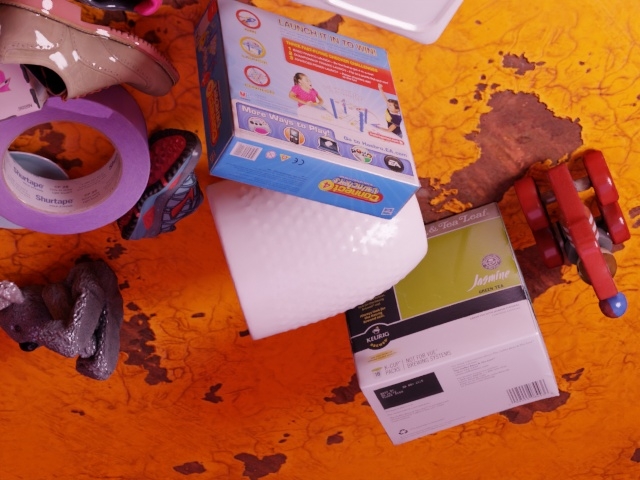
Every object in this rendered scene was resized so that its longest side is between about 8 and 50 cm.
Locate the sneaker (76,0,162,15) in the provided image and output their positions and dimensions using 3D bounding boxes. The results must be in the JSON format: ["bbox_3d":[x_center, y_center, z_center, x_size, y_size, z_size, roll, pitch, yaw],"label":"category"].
[{"bbox_3d":[-0.356,-0.387,1.784,0.299,0.112,0.121,4,138,-16],"label":"sneaker"}]

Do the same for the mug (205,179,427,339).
[{"bbox_3d":[0.000,0.000,2.232,0.328,0.276,0.374,-17,170,-3],"label":"mug"}]

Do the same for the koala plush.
[{"bbox_3d":[-0.489,0.133,2.345,0.221,0.203,0.196,1,156,19],"label":"koala plush"}]

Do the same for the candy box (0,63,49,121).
[{"bbox_3d":[-0.508,-0.264,1.866,0.164,0.070,0.196,-16,112,6],"label":"candy box"}]

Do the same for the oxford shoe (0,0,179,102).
[{"bbox_3d":[-0.348,-0.258,1.874,0.123,0.130,0.348,12,174,41],"label":"oxford shoe"}]

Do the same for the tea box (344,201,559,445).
[{"bbox_3d":[0.228,0.152,2.381,0.329,0.323,0.220,-18,139,10],"label":"tea box"}]

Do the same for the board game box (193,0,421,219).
[{"bbox_3d":[-0.026,-0.199,1.930,0.308,0.302,0.086,14,135,-26],"label":"board game box"}]

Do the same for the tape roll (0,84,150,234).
[{"bbox_3d":[-0.411,-0.141,2.051,0.274,0.090,0.275,-6,133,-7],"label":"tape roll"}]

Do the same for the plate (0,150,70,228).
[{"bbox_3d":[-0.512,-0.089,2.167,0.188,0.024,0.188,-7,139,-6],"label":"plate"}]

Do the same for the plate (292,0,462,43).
[{"bbox_3d":[0.120,-0.403,1.850,0.278,0.045,0.277,13,136,-27],"label":"plate"}]

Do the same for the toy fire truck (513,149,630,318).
[{"bbox_3d":[0.476,0.006,2.320,0.169,0.254,0.302,-20,139,11],"label":"toy fire truck"}]

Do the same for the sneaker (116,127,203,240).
[{"bbox_3d":[-0.249,-0.099,2.178,0.125,0.104,0.262,0,147,-35],"label":"sneaker"}]
